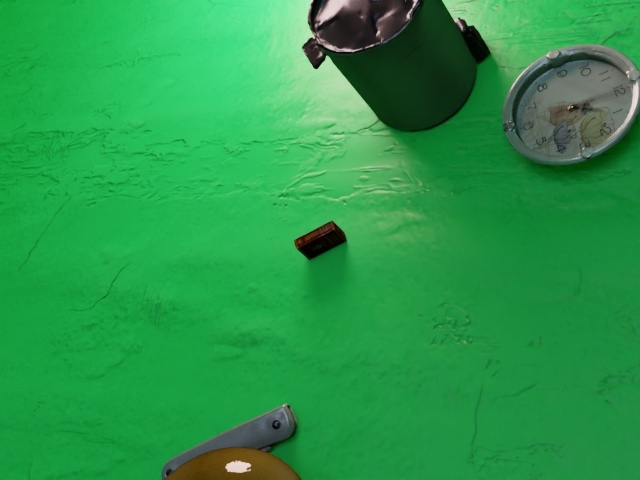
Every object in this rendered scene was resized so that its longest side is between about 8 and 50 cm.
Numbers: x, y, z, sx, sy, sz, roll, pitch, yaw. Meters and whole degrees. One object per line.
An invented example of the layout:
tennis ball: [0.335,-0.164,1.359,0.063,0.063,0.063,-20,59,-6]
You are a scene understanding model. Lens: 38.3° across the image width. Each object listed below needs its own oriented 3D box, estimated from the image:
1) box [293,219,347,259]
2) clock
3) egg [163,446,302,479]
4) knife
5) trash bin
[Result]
box: [0.000,0.000,1.663,0.082,0.051,0.023,-27,53,15]
clock: [0.421,-0.220,1.539,0.236,0.053,0.236,-14,57,23]
egg: [-0.157,0.455,1.394,0.322,0.250,0.250,-35,54,16]
knife: [-0.156,0.362,1.576,0.265,0.040,0.073,-30,66,13]
trash bin: [0.132,-0.350,1.636,0.277,0.262,0.217,-32,54,12]
